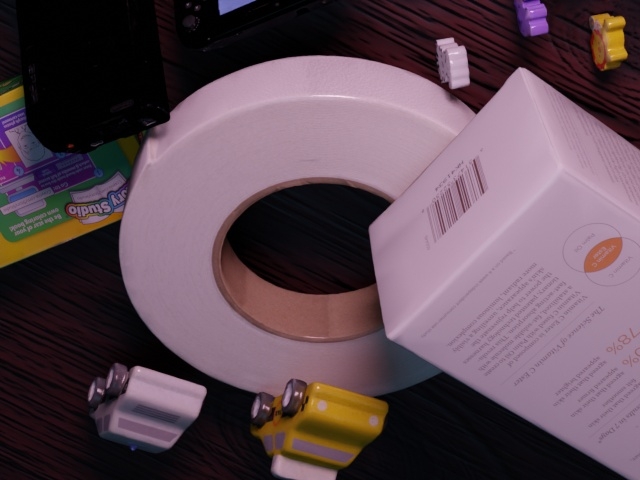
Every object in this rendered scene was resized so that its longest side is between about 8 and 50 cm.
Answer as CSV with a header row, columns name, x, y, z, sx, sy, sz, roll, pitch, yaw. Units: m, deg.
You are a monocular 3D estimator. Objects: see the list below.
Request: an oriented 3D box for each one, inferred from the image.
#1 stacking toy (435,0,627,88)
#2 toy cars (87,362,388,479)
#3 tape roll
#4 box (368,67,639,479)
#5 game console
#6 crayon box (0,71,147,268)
name,x,y,z,sx,sy,sz,roll,pitch,yaw
stacking toy,0.181,-0.247,1.248,0.167,0.052,0.221,-10,109,-8
toy cars,-0.100,0.193,1.436,0.394,0.087,0.176,2,158,30
tape roll,0.000,0.000,1.362,0.392,0.072,0.392,0,130,0
box,0.245,0.046,1.249,0.345,0.168,0.215,32,117,-24
game console,-0.114,-0.223,1.266,0.361,0.213,0.044,-19,154,17
crayon box,-0.292,-0.079,1.428,0.278,0.081,0.165,-20,112,20
